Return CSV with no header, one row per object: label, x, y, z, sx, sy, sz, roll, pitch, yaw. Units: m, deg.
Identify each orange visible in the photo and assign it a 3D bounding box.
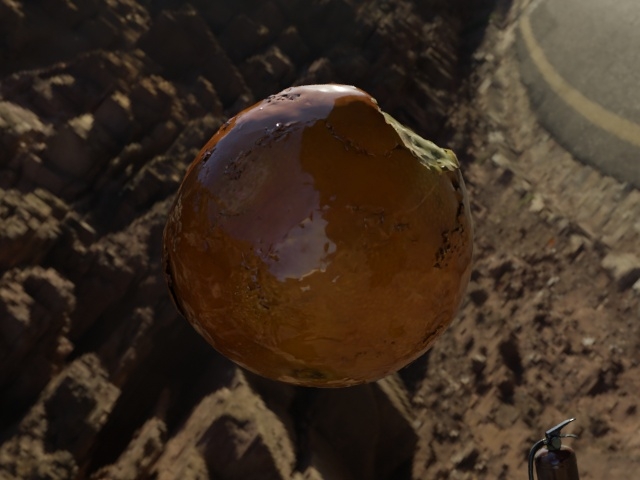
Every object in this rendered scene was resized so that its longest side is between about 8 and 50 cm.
orange,0.000,0.000,0.715,0.240,0.240,0.240,-51,5,7

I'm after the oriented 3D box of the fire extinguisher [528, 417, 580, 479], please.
fire extinguisher,0.245,0.264,0.940,0.064,0.158,0.043,-12,5,-13
